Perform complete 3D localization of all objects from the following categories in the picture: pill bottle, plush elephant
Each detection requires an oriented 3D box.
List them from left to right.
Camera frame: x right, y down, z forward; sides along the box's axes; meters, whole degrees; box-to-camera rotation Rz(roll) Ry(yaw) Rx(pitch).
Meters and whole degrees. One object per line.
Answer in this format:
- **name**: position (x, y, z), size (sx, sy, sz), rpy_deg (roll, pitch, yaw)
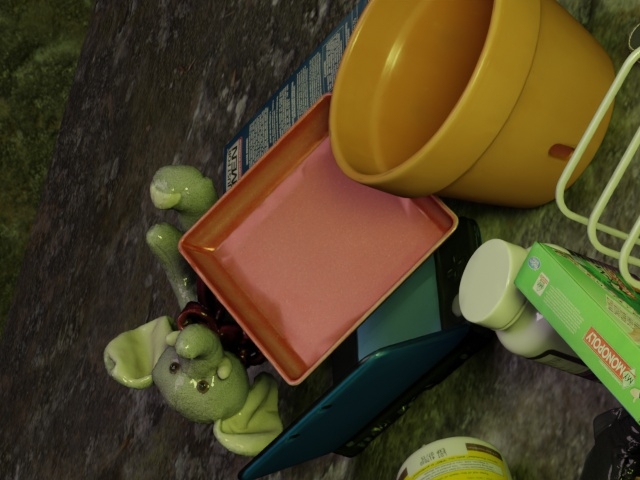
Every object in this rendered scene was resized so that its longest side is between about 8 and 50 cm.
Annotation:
- **plush elephant**: position (-0.122, 0.108, 2.122), size (0.330, 0.272, 0.255), rpy_deg (91, -157, -55)
- **pill bottle**: position (0.146, 0.303, 1.666), size (0.117, 0.117, 0.215), rpy_deg (-54, 30, 31)
- **pill bottle**: position (0.228, 0.065, 1.585), size (0.108, 0.193, 0.108), rpy_deg (-42, 38, 44)

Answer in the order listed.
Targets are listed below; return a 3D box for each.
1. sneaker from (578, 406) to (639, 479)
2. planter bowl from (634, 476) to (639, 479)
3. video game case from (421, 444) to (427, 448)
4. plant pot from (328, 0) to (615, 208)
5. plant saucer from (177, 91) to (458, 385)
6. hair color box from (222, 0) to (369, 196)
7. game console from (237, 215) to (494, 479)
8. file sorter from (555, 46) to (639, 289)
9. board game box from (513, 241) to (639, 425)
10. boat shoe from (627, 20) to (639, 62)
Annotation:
- **sneaker**: position (0.287, 0.191, 1.553), size (0.170, 0.051, 0.089), rpy_deg (-39, 40, 54)
- **planter bowl**: position (0.336, 0.252, 1.313), size (0.090, 0.217, 0.217), rpy_deg (-31, 32, -1)
- **video game case**: position (0.128, 0.274, 1.843), size (0.122, 0.011, 0.087), rpy_deg (16, 86, 64)
- **plant pot**: position (0.172, -0.161, 1.828), size (0.291, 0.203, 0.290), rpy_deg (-39, 39, 41)
- **plant saucer**: position (0.000, 0.000, 1.943), size (0.259, 0.048, 0.258), rpy_deg (-45, 55, 5)
- **hair color box**: position (0.037, -0.141, 2.118), size (0.347, 0.174, 0.105), rpy_deg (-43, 38, 44)
- **game console**: position (0.042, 0.120, 1.933), size (0.293, 0.173, 0.250), rpy_deg (-45, 36, 40)
- **file sorter**: position (0.349, -0.022, 1.437), size (0.192, 0.173, 0.277), rpy_deg (-63, 27, 17)
- **board game box**: position (0.308, 0.116, 1.375), size (0.046, 0.214, 0.317), rpy_deg (-63, 27, 16)
- **boat shoe**: position (0.360, -0.228, 1.678), size (0.206, 0.065, 0.075), rpy_deg (-23, 53, 57)
